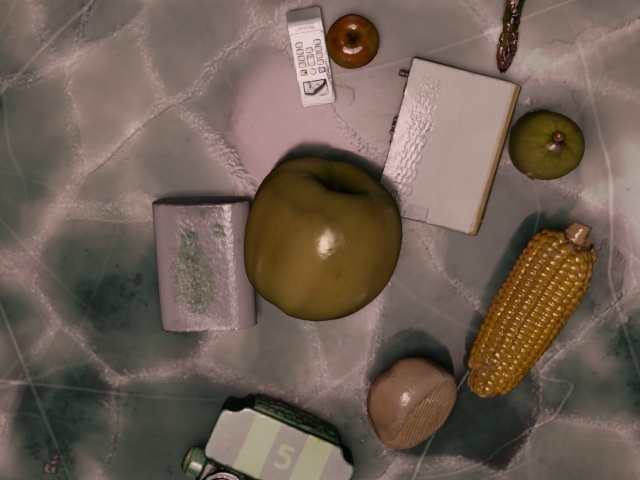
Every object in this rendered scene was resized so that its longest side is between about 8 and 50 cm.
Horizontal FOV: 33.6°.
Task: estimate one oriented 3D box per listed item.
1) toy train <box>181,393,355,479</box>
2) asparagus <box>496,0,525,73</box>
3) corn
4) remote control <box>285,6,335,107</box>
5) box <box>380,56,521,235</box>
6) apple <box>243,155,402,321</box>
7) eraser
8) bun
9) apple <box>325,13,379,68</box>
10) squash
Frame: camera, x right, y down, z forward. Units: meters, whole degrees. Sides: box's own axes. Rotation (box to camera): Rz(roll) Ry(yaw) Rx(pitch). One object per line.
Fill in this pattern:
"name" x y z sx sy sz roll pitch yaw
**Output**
"toy train" -0.089 0.409 1.882 0.299 0.167 0.238 25 92 -3
"asparagus" 0.317 -0.357 1.753 0.036 0.030 0.165 6 102 -12
"corn" 0.356 0.118 1.802 0.130 0.130 0.347 28 104 -3
"remote control" -0.016 -0.308 1.785 0.061 0.029 0.162 -7 106 7
"box" 0.206 -0.159 1.794 0.210 0.045 0.270 13 103 1
"apple" 0.000 0.000 1.733 0.279 0.279 0.279 1 102 3
"eraser" -0.202 0.041 1.843 0.174 0.081 0.227 -2 103 4
"bun" 0.148 0.275 1.852 0.173 0.166 0.113 -50 52 4
"apple" 0.053 -0.329 1.753 0.089 0.074 0.090 1 100 3
"squash" 0.373 -0.155 1.718 0.123 0.187 0.123 0 95 2
